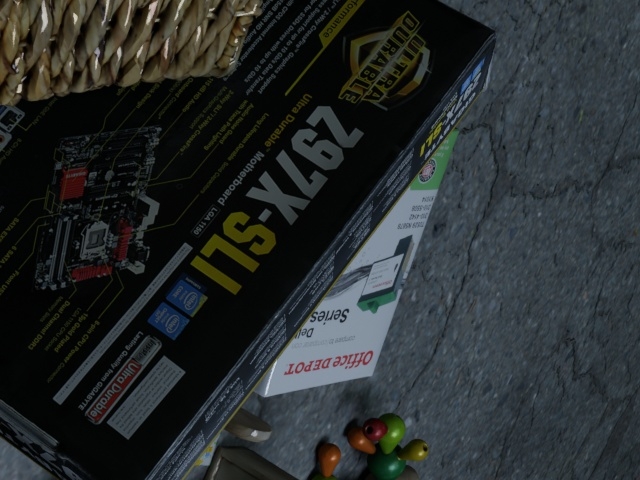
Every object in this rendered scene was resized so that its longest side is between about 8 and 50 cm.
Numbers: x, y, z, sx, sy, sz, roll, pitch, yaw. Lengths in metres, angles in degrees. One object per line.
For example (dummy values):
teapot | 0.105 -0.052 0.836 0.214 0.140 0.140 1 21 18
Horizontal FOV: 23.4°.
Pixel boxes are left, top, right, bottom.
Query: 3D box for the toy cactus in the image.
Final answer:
toy cactus | 0.055 0.255 1.481 0.180 0.112 0.219 -20 121 -63

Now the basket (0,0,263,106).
basket | -0.126 -0.217 0.665 0.223 0.213 0.299 -15 154 -34

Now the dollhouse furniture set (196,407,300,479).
dollhouse furniture set | -0.080 0.236 1.178 0.242 0.161 0.212 13 102 -59

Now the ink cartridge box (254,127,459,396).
ink cartridge box | 0.000 0.000 1.186 0.160 0.092 0.219 -4 116 -56

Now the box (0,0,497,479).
box | -0.100 -0.048 0.825 0.322 0.257 0.079 -53 168 -19
